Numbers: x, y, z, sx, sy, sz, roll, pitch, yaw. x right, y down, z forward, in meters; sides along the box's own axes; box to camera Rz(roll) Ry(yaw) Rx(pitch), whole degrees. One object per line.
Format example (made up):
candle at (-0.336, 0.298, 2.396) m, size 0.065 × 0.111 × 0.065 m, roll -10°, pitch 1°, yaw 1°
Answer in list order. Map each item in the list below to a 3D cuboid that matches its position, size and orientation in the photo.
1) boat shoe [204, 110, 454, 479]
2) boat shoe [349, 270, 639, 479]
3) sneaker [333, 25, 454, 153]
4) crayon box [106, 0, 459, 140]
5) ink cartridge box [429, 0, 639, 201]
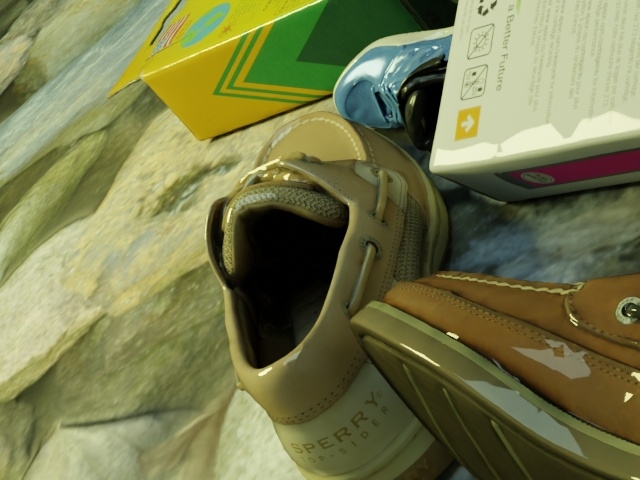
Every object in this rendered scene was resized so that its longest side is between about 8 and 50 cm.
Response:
boat shoe at (0.000, 0.000, 0.777) m, size 0.121 × 0.110 × 0.341 m, roll -38°, pitch 27°, yaw 11°
boat shoe at (0.132, 0.065, 0.517) m, size 0.104 × 0.111 × 0.307 m, roll -46°, pitch 36°, yaw -14°
sneaker at (0.057, -0.089, 0.888) m, size 0.152 × 0.058 × 0.085 m, roll -11°, pitch 32°, yaw 38°
crayon box at (-0.010, -0.195, 1.115) m, size 0.318 × 0.081 × 0.202 m, roll -14°, pitch 38°, yaw 44°
ink cartridge box at (0.201, -0.127, 0.651) m, size 0.371 × 0.069 × 0.176 m, roll -10°, pitch 65°, yaw 55°
